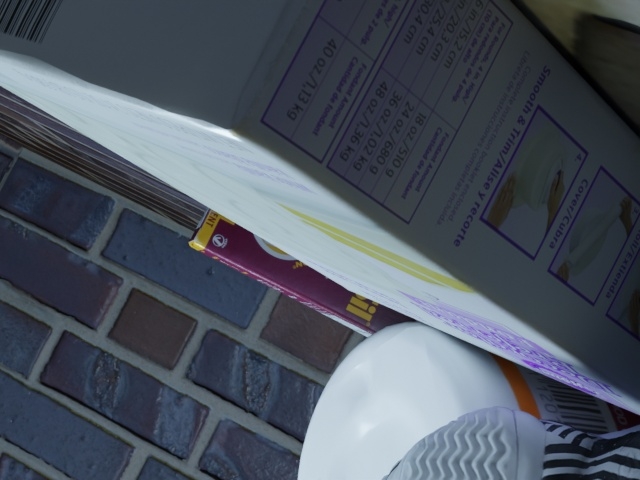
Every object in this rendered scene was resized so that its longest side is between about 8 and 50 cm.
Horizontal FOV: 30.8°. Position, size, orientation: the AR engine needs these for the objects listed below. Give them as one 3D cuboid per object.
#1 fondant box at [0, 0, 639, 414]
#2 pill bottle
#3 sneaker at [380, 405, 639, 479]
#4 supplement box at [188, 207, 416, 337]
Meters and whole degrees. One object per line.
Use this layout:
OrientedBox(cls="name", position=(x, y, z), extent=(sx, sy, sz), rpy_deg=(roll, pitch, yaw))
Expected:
OrientedBox(cls="fondant box", position=(0.017, -0.039, 0.521), extent=(0.238, 0.096, 0.330), rpy_deg=(22, 174, 45))
OrientedBox(cls="pill bottle", position=(0.201, 0.187, 0.761), extent=(0.392, 0.224, 0.224), rpy_deg=(11, -178, -26))
OrientedBox(cls="sneaker", position=(0.181, 0.135, 0.486), extent=(0.210, 0.137, 0.366), rpy_deg=(23, 138, -33))
OrientedBox(cls="supplement box", position=(0.000, 0.000, 0.944), extent=(0.188, 0.104, 0.081), rpy_deg=(27, 175, -7))
